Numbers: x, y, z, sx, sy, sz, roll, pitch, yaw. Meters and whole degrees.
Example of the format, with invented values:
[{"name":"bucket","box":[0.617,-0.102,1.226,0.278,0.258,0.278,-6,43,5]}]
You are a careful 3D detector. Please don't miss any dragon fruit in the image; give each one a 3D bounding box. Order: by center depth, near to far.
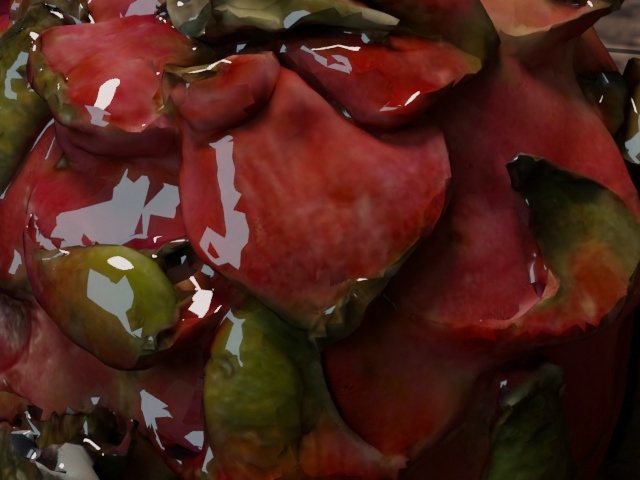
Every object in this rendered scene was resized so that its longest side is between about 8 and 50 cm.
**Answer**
[{"name":"dragon fruit","box":[0.000,0.000,0.556,0.250,0.269,0.291,58,139,31]}]
